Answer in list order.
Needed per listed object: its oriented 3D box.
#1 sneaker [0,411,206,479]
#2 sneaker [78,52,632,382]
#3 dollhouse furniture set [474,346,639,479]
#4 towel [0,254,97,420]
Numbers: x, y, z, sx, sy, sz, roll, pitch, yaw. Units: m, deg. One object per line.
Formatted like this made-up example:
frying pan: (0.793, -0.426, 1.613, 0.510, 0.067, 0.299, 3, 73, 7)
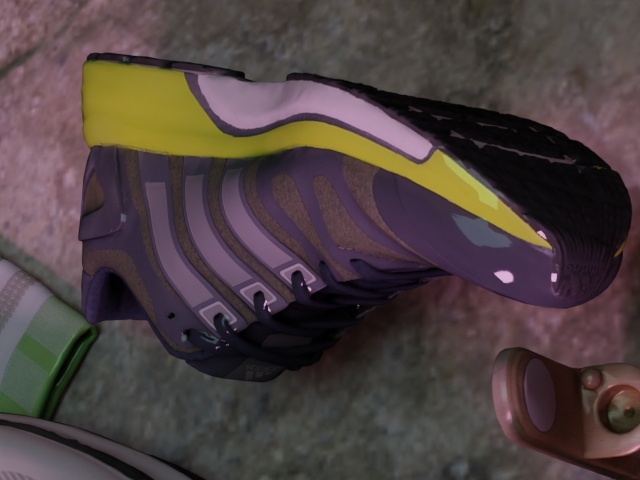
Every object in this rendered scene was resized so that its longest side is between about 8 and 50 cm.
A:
sneaker: (-0.102, 0.182, 0.615, 0.447, 0.257, 0.169, 35, 98, 36)
sneaker: (0.000, 0.000, 0.697, 0.300, 0.111, 0.121, 13, 95, 55)
dollhouse furniture set: (0.141, 0.062, 0.577, 0.151, 0.123, 0.144, -13, 69, 30)
towel: (-0.182, 0.054, 0.860, 0.152, 0.023, 0.113, 29, 93, 36)
